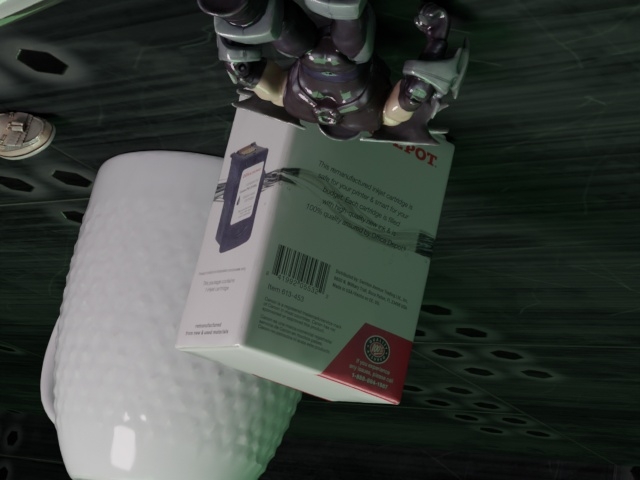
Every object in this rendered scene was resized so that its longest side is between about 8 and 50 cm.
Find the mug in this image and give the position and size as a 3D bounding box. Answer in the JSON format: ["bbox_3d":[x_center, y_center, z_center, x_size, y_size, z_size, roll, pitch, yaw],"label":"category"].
[{"bbox_3d":[-0.177,0.112,1.297,0.374,0.328,0.276,-6,155,44],"label":"mug"}]

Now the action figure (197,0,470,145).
[{"bbox_3d":[0.007,-0.138,0.810,0.185,0.099,0.285,1,164,9],"label":"action figure"}]

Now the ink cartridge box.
[{"bbox_3d":[0.000,0.000,0.996,0.172,0.237,0.100,24,161,-34],"label":"ink cartridge box"}]

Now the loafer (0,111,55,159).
[{"bbox_3d":[-0.318,-0.107,1.186,0.125,0.045,0.039,1,153,37],"label":"loafer"}]

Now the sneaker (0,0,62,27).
[{"bbox_3d":[-0.095,-0.228,0.556,0.296,0.178,0.124,-25,-161,1],"label":"sneaker"}]
